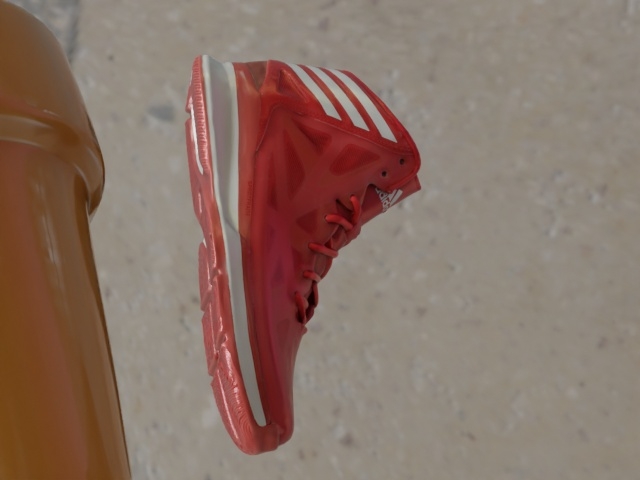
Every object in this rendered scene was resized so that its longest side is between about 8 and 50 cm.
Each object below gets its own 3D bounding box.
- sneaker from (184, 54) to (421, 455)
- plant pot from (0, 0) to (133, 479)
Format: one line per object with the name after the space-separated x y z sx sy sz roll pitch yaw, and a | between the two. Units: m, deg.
0.000 0.000 0.884 0.128 0.087 0.221 -4 74 -10 | sneaker
-0.160 0.042 0.611 0.205 0.205 0.188 -21 70 -8 | plant pot
